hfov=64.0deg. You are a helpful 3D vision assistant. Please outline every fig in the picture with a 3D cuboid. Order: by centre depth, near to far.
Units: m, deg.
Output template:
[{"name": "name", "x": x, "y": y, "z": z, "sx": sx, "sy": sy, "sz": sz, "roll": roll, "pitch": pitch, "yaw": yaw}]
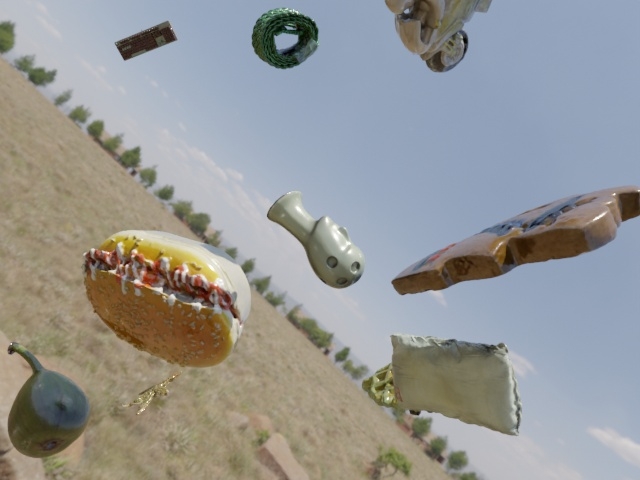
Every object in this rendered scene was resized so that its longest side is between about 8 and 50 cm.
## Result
[{"name": "fig", "x": -0.577, "y": 0.317, "z": 1.079, "sx": 0.259, "sy": 0.151, "sz": 0.151, "roll": 57, "pitch": 2, "yaw": 36}]

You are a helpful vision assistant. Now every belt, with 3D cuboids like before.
[{"name": "belt", "x": -0.080, "y": -0.456, "z": 1.150, "sx": 0.079, "sy": 0.152, "sz": 0.121, "roll": 48, "pitch": -27, "yaw": 48}]

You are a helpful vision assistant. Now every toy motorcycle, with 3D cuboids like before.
[{"name": "toy motorcycle", "x": 0.216, "y": -0.453, "z": 0.888, "sx": 0.107, "sy": 0.223, "sz": 0.340, "roll": 56, "pitch": -36, "yaw": 38}]

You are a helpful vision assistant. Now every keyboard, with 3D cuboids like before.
[{"name": "keyboard", "x": -0.453, "y": -0.517, "z": 1.325, "sx": 0.017, "sy": 0.166, "sz": 0.055, "roll": -77, "pitch": 149, "yaw": -59}]

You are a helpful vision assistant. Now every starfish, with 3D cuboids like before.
[{"name": "starfish", "x": -0.243, "y": 0.220, "z": 0.747, "sx": 0.092, "sy": 0.086, "sz": 0.016, "roll": -18, "pitch": -76, "yaw": 52}]

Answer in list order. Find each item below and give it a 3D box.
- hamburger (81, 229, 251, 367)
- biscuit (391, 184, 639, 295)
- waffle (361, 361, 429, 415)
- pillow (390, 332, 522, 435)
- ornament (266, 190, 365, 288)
[{"name": "hamburger", "x": -0.262, "y": 0.099, "z": 0.861, "sx": 0.296, "sy": 0.226, "sz": 0.151, "roll": 12, "pitch": 25, "yaw": 15}, {"name": "biscuit", "x": 0.220, "y": 0.001, "z": 0.615, "sx": 0.043, "sy": 0.302, "sz": 0.278, "roll": 67, "pitch": 19, "yaw": 0}, {"name": "waffle", "x": 0.197, "y": 0.262, "z": 0.990, "sx": 0.208, "sy": 0.214, "sz": 0.054, "roll": 9, "pitch": -59, "yaw": 65}, {"name": "pillow", "x": 0.187, "y": 0.203, "z": 0.748, "sx": 0.229, "sy": 0.051, "sz": 0.128, "roll": -9, "pitch": -89, "yaw": 55}, {"name": "ornament", "x": 0.000, "y": 0.000, "z": 0.735, "sx": 0.156, "sy": 0.081, "sz": 0.075, "roll": 46, "pitch": 22, "yaw": 18}]
